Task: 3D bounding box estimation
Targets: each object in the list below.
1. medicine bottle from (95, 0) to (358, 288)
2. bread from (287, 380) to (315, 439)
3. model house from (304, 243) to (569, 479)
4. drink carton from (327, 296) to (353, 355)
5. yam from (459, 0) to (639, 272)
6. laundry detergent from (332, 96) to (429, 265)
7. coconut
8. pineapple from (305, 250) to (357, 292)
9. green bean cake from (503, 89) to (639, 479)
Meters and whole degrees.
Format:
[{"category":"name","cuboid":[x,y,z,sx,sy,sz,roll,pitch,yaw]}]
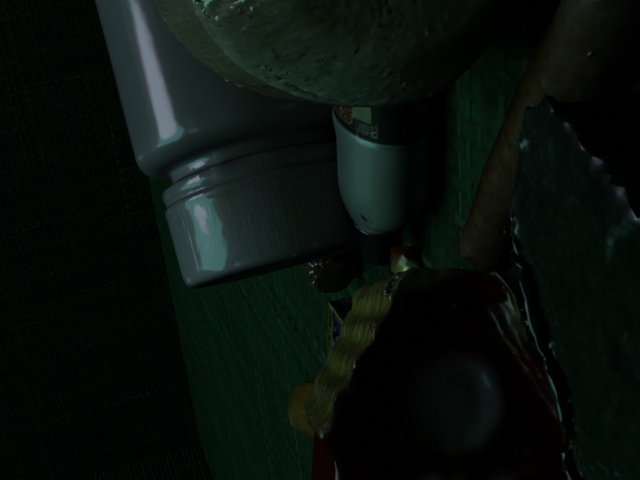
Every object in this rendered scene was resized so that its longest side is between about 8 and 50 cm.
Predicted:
[{"category":"medicine bottle","cuboid":[-0.078,-0.140,0.824,0.208,0.208,0.340,154,102,-75]},{"category":"bread","cuboid":[-0.016,0.233,1.223,0.115,0.056,0.082,166,89,-75]},{"category":"model house","cuboid":[0.067,0.123,0.574,0.196,0.160,0.254,117,150,-82]},{"category":"drink carton","cuboid":[0.058,0.122,0.861,0.166,0.056,0.071,-127,35,-56]},{"category":"yam","cuboid":[0.121,-0.062,0.483,0.264,0.046,0.046,99,153,-58]},{"category":"laundry detergent","cuboid":[0.047,-0.078,0.697,0.099,0.070,0.226,47,149,46]},{"category":"coconut","cuboid":[-0.001,-0.182,0.510,0.234,0.224,0.224,-127,27,-62]},{"category":"pineapple","cuboid":[0.000,0.000,0.972,0.124,0.058,0.058,-112,16,-45]},{"category":"green bean cake","cuboid":[0.152,0.056,0.362,0.193,0.107,0.208,87,163,-45]}]
